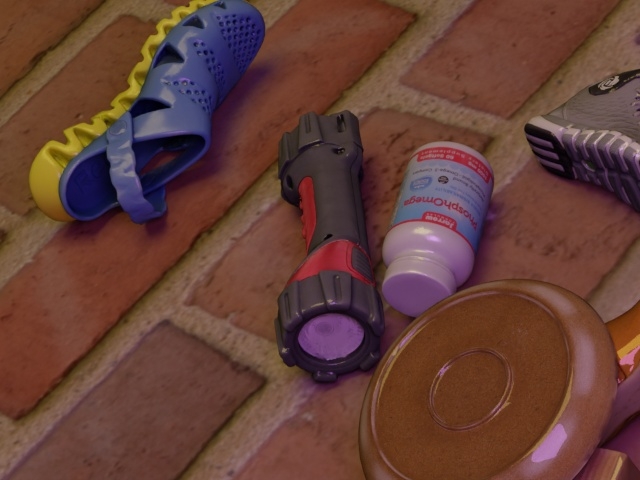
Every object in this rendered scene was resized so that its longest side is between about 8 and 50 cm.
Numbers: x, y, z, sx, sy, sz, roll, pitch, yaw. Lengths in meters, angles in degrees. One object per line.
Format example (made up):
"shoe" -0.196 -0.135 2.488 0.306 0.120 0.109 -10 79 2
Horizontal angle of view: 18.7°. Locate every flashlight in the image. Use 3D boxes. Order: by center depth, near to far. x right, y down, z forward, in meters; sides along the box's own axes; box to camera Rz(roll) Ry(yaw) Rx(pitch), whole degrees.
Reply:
"flashlight" 0.000 0.000 1.863 0.103 0.103 0.304 0 38 -6

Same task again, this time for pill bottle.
"pill bottle" 0.106 -0.009 1.809 0.087 0.087 0.160 -5 46 26

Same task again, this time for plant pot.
"plant pot" 0.126 0.125 1.577 0.236 0.032 0.236 -21 46 23

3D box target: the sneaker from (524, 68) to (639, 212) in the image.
"sneaker" 0.303 -0.102 1.796 0.132 0.086 0.229 -41 40 -17

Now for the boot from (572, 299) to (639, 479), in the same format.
"boot" 0.200 0.103 1.626 0.211 0.104 0.295 8 57 36

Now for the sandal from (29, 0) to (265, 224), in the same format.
"sandal" -0.158 -0.126 2.073 0.138 0.126 0.317 27 73 41
